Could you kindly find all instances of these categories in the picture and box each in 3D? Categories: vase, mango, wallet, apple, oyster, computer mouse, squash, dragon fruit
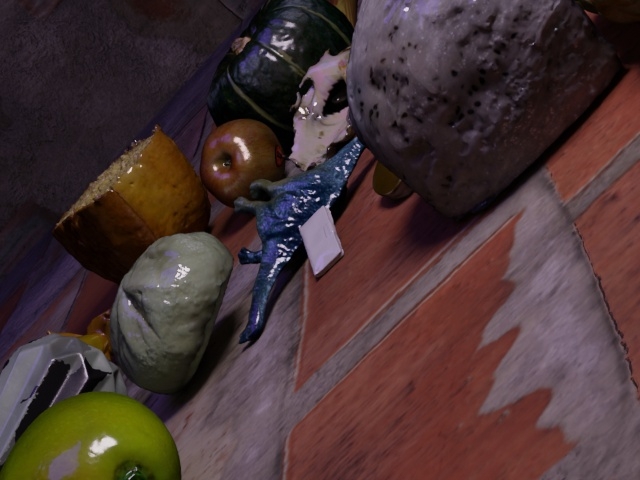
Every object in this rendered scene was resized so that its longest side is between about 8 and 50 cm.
[{"bbox_3d":[-0.369,0.286,1.870,0.165,0.165,0.360,-30,27,54],"label":"vase"},{"bbox_3d":[-0.236,0.238,1.558,0.192,0.156,0.343,-43,9,-9],"label":"mango"},{"bbox_3d":[0.000,0.000,1.702,0.044,0.011,0.083,-42,38,20],"label":"wallet"},{"bbox_3d":[-0.112,-0.107,2.174,0.126,0.126,0.102,-41,-23,30],"label":"apple"},{"bbox_3d":[0.017,-0.170,2.083,0.133,0.072,0.209,-34,39,29],"label":"oyster"},{"bbox_3d":[0.122,-0.128,1.664,0.199,0.045,0.102,-51,16,-5],"label":"computer mouse"},{"bbox_3d":[-0.058,-0.248,2.293,0.252,0.165,0.252,-44,17,17],"label":"squash"},{"bbox_3d":[0.114,-0.166,1.457,0.221,0.204,0.283,-49,13,3],"label":"dragon fruit"}]

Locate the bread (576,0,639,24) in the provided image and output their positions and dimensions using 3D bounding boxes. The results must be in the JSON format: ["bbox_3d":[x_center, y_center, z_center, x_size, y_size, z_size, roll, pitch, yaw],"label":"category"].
[{"bbox_3d":[0.274,-0.265,1.391,0.152,0.130,0.267,-12,14,-3],"label":"bread"}]

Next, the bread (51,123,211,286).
[{"bbox_3d":[-0.271,-0.029,2.351,0.194,0.179,0.340,-52,11,-21],"label":"bread"}]

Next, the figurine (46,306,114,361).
[{"bbox_3d":[-0.321,0.166,2.194,0.176,0.121,0.122,-43,-21,-42],"label":"figurine"}]

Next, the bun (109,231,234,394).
[{"bbox_3d":[-0.178,0.076,1.803,0.195,0.118,0.195,-156,90,-83],"label":"bun"}]

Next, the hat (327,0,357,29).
[{"bbox_3d":[0.024,-0.334,2.482,0.193,0.082,0.193,-40,-31,-30],"label":"hat"}]

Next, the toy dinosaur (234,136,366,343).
[{"bbox_3d":[-0.022,-0.036,1.812,0.147,0.076,0.363,12,61,53],"label":"toy dinosaur"}]
